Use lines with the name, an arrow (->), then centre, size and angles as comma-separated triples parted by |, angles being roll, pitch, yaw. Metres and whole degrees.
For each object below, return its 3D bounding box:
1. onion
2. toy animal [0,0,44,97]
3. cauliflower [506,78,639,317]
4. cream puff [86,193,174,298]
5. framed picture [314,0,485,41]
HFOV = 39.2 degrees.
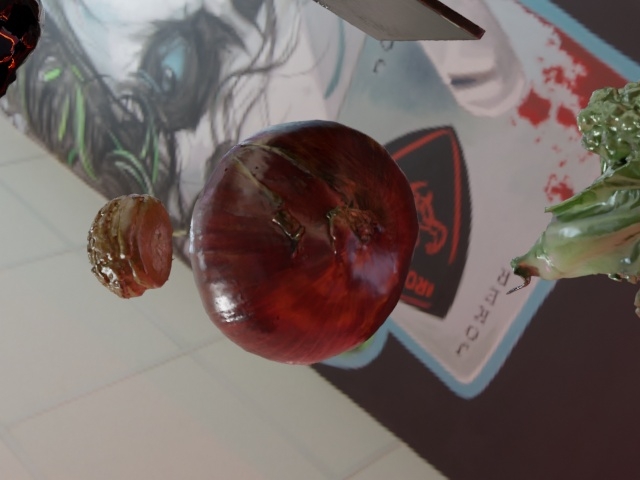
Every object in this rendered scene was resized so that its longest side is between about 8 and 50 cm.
onion -> -0.004, 0.002, 0.857 | 0.248, 0.248, 0.161 | -17, -153, -40
toy animal -> -0.362, -0.226, 0.711 | 0.213, 0.266, 0.212 | -18, -136, 18
cauliflower -> 0.299, -0.016, 0.818 | 0.256, 0.315, 0.239 | 47, -129, -17
cream puff -> -0.292, 0.007, 1.364 | 0.115, 0.150, 0.165 | -1, -129, 17
framed picture -> -0.010, -0.239, 0.785 | 0.244, 0.013, 0.324 | 28, -174, -15
